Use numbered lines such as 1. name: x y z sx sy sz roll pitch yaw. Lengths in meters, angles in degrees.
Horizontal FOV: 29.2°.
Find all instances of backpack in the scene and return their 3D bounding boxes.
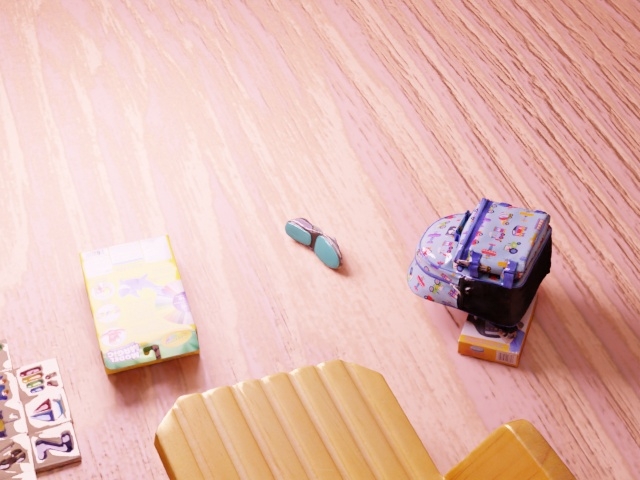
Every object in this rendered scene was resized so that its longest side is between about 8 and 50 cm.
1. backpack: 0.203 0.020 1.613 0.173 0.117 0.158 17 45 24

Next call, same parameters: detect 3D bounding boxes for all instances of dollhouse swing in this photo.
1. dollhouse swing: 0.023 0.225 1.286 0.347 0.315 0.305 -11 64 -24

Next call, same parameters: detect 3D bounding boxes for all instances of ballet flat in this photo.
1. ballet flat: 0.000 0.000 1.739 0.041 0.041 0.114 -34 52 -29

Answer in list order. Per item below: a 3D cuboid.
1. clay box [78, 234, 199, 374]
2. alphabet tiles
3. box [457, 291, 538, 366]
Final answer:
1. clay box: -0.240 0.092 1.638 0.127 0.053 0.222 -12 45 -11
2. alphabet tiles: -0.477 0.252 1.509 0.343 0.011 0.285 -15 45 -13
3. box: 0.237 0.102 1.626 0.081 0.028 0.136 12 47 15
